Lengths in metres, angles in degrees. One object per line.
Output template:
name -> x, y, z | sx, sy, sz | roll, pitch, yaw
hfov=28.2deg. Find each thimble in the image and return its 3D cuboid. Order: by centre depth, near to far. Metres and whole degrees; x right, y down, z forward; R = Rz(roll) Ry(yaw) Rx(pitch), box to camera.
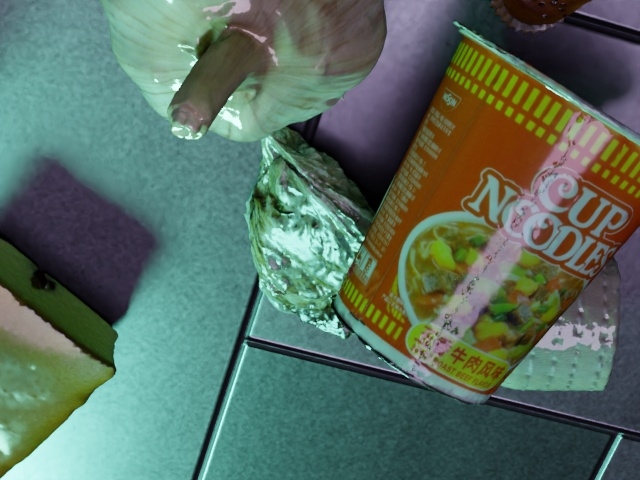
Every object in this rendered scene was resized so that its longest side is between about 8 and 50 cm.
thimble -> 0.177, 0.060, 0.978 | 0.090, 0.102, 0.115 | 1, 100, 2

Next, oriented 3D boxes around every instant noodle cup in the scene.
instant noodle cup -> 0.113, -0.011, 0.866 | 0.193, 0.193, 0.212 | 29, 102, -15

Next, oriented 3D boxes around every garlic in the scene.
garlic -> -0.053, -0.133, 0.800 | 0.199, 0.226, 0.199 | 2, 123, 4

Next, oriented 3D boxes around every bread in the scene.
bread -> -0.330, 0.160, 1.043 | 0.138, 0.077, 0.361 | 41, 111, -21

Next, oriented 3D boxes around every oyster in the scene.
oyster -> 0.000, 0.000, 0.971 | 0.125, 0.064, 0.177 | 12, 129, 9

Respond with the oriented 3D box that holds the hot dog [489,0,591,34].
hot dog -> 0.191, -0.216, 0.852 | 0.192, 0.053, 0.099 | -32, 118, 18
